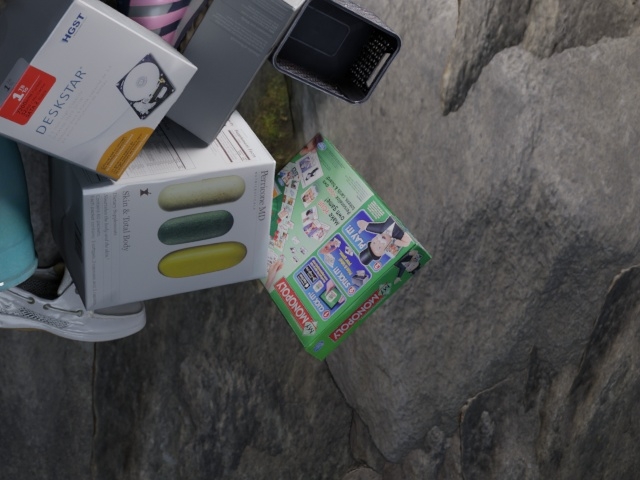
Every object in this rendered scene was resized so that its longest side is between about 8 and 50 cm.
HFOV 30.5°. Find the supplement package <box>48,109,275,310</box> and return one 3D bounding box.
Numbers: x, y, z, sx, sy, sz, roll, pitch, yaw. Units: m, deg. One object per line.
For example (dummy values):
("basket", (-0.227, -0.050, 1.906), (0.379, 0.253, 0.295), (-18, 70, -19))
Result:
("supplement package", (-0.224, -0.057, 1.627), (0.263, 0.198, 0.199), (-10, 127, -23))

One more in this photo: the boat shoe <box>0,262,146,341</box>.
("boat shoe", (-0.376, 0.081, 1.713), (0.277, 0.098, 0.096), (7, 120, -31))

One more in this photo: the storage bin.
("storage bin", (0.009, -0.284, 1.667), (0.180, 0.084, 0.122), (20, 112, -37))

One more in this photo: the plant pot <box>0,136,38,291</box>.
("plant pot", (-0.486, -0.087, 1.434), (0.272, 0.272, 0.255), (-5, 111, -26))

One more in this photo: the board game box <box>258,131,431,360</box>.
("board game box", (0.000, 0.000, 1.712), (0.213, 0.317, 0.046), (-44, 133, 7))

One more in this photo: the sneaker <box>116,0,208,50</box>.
("sneaker", (-0.233, -0.303, 1.522), (0.131, 0.112, 0.319), (29, 104, -23))

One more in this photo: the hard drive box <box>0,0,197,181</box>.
("hard drive box", (-0.286, -0.190, 1.383), (0.181, 0.089, 0.232), (-54, 149, 9))

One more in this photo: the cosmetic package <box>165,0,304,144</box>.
("cosmetic package", (-0.114, -0.258, 1.541), (0.107, 0.127, 0.238), (31, 124, -5))
